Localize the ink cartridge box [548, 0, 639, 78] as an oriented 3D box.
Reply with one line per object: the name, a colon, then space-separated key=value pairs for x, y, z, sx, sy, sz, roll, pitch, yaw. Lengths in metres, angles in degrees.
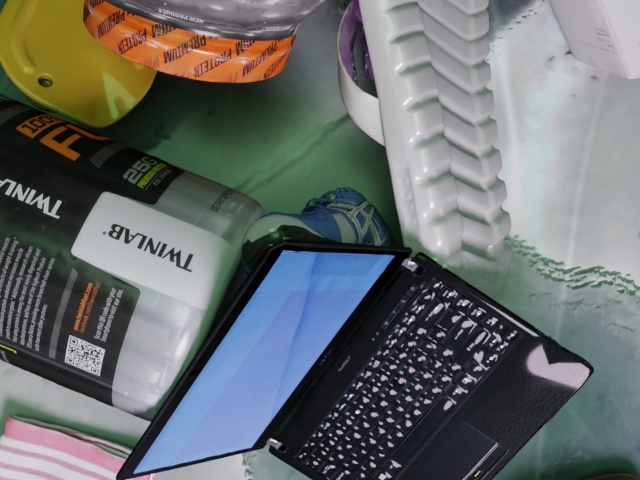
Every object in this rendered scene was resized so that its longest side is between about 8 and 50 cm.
ink cartridge box: x=0.250 y=-0.267 z=0.644 sx=0.160 sy=0.092 sz=0.219 roll=-37 pitch=120 yaw=-1

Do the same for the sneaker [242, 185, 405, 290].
sneaker: x=0.000 y=0.000 z=0.636 sx=0.080 sy=0.211 sz=0.081 roll=-20 pitch=75 yaw=22

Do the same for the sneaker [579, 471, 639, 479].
sneaker: x=0.202 y=0.260 z=0.675 sx=0.188 sy=0.071 sz=0.066 roll=-27 pitch=87 yaw=0

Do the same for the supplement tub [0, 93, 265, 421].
supplement tub: x=-0.219 y=0.001 z=0.632 sx=0.316 sy=0.193 sz=0.193 roll=22 pitch=88 yaw=1

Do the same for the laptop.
laptop: x=0.032 y=0.135 z=0.602 sx=0.264 sy=0.136 sz=0.234 roll=34 pitch=114 yaw=-3

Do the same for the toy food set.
toy food set: x=-0.198 y=-0.186 z=0.694 sx=0.128 sy=0.071 sz=0.217 roll=24 pitch=62 yaw=-17

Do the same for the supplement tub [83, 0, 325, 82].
supplement tub: x=-0.061 y=-0.295 z=0.546 sx=0.207 sy=0.207 sz=0.338 roll=18 pitch=122 yaw=1

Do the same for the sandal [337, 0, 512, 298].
sandal: x=0.069 y=-0.143 z=0.678 sx=0.102 sy=0.169 sz=0.416 roll=-8 pitch=87 yaw=40

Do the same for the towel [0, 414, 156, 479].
towel: x=-0.236 y=0.265 z=0.701 sx=0.144 sy=0.029 sz=0.197 roll=16 pitch=87 yaw=2
